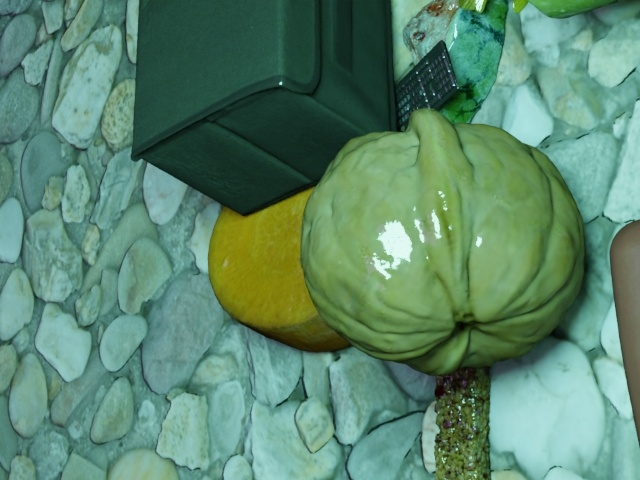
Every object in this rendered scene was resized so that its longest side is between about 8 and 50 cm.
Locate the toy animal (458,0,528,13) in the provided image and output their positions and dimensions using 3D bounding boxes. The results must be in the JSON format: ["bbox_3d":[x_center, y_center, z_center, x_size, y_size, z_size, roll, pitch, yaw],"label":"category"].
[{"bbox_3d":[0.220,-0.324,1.387,0.219,0.155,0.095,56,158,34],"label":"toy animal"}]

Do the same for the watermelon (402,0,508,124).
[{"bbox_3d":[0.138,-0.223,1.460,0.139,0.071,0.187,25,100,47],"label":"watermelon"}]

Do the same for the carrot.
[{"bbox_3d":[0.000,0.000,1.543,0.307,0.100,0.258,-32,61,27],"label":"carrot"}]

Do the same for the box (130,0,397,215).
[{"bbox_3d":[-0.071,-0.242,1.507,0.251,0.204,0.345,-22,55,34],"label":"box"}]

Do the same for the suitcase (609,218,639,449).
[{"bbox_3d":[0.371,0.090,1.028,0.161,0.297,0.236,-16,73,33],"label":"suitcase"}]

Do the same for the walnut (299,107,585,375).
[{"bbox_3d":[0.125,0.003,1.288,0.285,0.296,0.285,176,90,-84],"label":"walnut"}]

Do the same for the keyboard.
[{"bbox_3d":[0.109,-0.166,1.453,0.198,0.010,0.064,-40,63,63],"label":"keyboard"}]

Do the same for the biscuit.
[{"bbox_3d":[0.160,0.199,1.387,0.064,0.034,0.199,-6,78,44],"label":"biscuit"}]

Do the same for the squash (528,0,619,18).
[{"bbox_3d":[0.358,-0.385,1.147,0.384,0.263,0.263,-13,74,42],"label":"squash"}]
